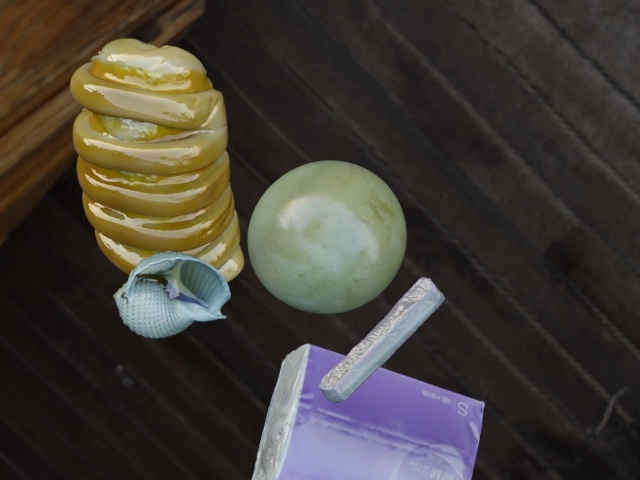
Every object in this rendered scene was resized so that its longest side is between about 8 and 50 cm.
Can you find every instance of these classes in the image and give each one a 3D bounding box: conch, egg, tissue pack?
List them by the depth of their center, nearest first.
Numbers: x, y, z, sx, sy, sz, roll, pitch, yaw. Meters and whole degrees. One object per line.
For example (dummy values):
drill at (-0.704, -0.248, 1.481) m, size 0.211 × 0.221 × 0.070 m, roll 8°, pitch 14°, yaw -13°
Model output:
conch at (-0.117, 0.038, 0.951) m, size 0.085 × 0.056 × 0.076 m, roll -5°, pitch 121°, yaw -19°
egg at (0.000, 0.000, 1.772) m, size 0.218 × 0.218 × 0.295 m, roll 50°, pitch 154°, yaw -9°
tissue pack at (0.077, 0.334, 2.021) m, size 0.338 × 0.242 × 0.160 m, roll 19°, pitch 157°, yaw -15°

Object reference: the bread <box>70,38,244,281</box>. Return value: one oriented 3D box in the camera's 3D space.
bread at (-0.183, -0.071, 1.322) m, size 0.172 × 0.121 × 0.311 m, roll 12°, pitch 136°, yaw 17°

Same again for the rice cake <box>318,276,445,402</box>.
rice cake at (0.078, 0.131, 1.582) m, size 0.207 × 0.036 × 0.047 m, roll -46°, pitch 126°, yaw -1°
